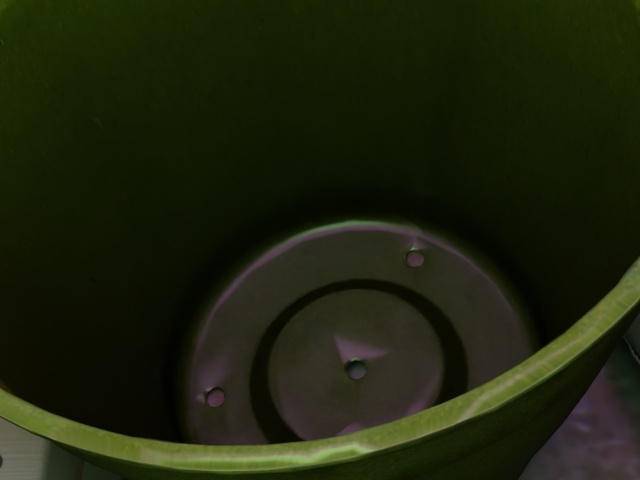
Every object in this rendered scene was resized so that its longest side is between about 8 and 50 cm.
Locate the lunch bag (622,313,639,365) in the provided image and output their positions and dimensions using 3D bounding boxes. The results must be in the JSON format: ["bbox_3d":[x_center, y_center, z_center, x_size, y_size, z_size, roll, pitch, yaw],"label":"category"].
[{"bbox_3d":[0.293,0.002,0.724,0.287,0.169,0.235,-45,41,18],"label":"lunch bag"}]

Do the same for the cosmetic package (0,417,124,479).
[{"bbox_3d":[-0.199,0.170,0.723,0.153,0.129,0.296,-7,49,7],"label":"cosmetic package"}]

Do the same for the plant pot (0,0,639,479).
[{"bbox_3d":[0.000,0.000,0.688,0.366,0.353,0.367,-3,61,6],"label":"plant pot"}]
